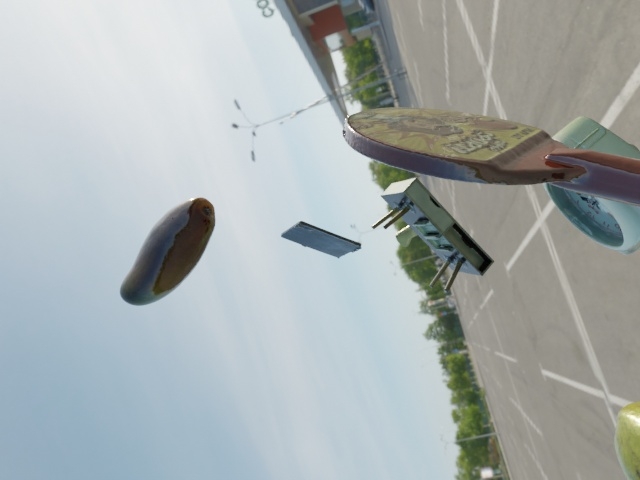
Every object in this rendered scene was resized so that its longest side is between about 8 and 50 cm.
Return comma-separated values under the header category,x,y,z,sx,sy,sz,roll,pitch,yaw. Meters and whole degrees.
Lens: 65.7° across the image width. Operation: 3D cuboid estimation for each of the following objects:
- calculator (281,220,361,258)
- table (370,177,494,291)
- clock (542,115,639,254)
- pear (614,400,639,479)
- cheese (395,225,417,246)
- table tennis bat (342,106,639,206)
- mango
category,x,y,z,sx,sy,sz,roll,pitch,yaw
calculator,0.000,0.000,1.760,0.262,0.161,0.021,21,-116,-25
table,0.216,-0.002,1.021,0.240,0.111,0.121,44,171,-11
clock,0.605,-0.099,1.067,0.265,0.109,0.324,50,-176,27
pear,0.790,0.483,1.064,0.307,0.253,0.252,36,153,58
cheese,0.220,-0.017,1.186,0.044,0.083,0.030,57,-153,0
table tennis bat,0.218,-0.114,0.627,0.268,0.415,0.051,-27,-50,-46
mango,-0.309,0.023,1.017,0.133,0.267,0.111,39,-179,36
